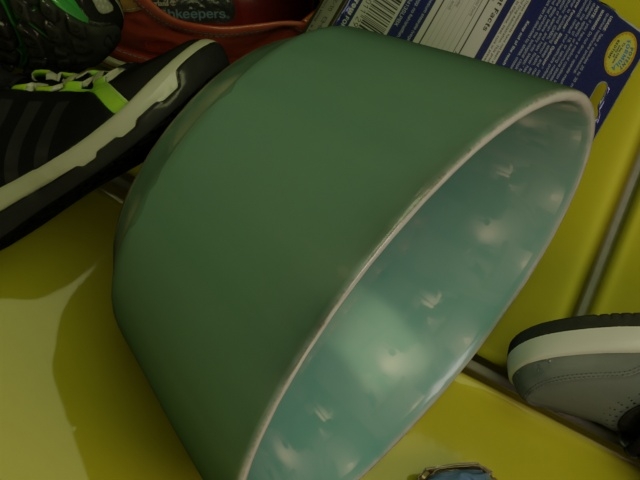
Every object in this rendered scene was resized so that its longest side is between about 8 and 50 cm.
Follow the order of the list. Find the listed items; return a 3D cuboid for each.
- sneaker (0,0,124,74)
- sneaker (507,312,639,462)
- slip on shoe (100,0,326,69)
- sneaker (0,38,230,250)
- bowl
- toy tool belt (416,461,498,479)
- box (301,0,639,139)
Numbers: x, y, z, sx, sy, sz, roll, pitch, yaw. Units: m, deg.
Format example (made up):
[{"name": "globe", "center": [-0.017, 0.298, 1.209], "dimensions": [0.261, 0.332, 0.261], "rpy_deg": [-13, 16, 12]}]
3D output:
[{"name": "sneaker", "center": [-0.229, -0.244, 1.025], "dimensions": [0.146, 0.134, 0.343], "rpy_deg": [-36, 78, -25]}, {"name": "sneaker", "center": [0.256, 0.156, 1.057], "dimensions": [0.295, 0.124, 0.178], "rpy_deg": [10, 64, -1]}, {"name": "slip on shoe", "center": [0.005, -0.165, 1.099], "dimensions": [0.331, 0.101, 0.123], "rpy_deg": [-3, 73, -18]}, {"name": "sneaker", "center": [-0.163, -0.068, 0.973], "dimensions": [0.234, 0.084, 0.097], "rpy_deg": [-30, 89, 21]}, {"name": "bowl", "center": [0.000, 0.000, 0.968], "dimensions": [0.163, 0.311, 0.311], "rpy_deg": [39, 67, 19]}, {"name": "toy tool belt", "center": [0.075, 0.165, 1.049], "dimensions": [0.083, 0.051, 0.052], "rpy_deg": [-11, 78, -18]}, {"name": "box", "center": [0.104, -0.128, 1.095], "dimensions": [0.225, 0.036, 0.136], "rpy_deg": [30, 91, -33]}]
